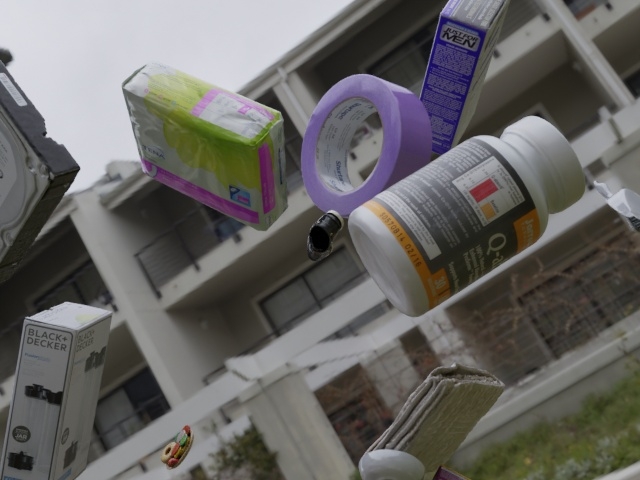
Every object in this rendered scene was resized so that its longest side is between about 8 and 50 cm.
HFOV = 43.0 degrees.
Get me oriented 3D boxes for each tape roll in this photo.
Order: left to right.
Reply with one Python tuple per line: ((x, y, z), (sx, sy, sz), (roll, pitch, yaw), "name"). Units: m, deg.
((0.083, -0.176, 1.569), (0.090, 0.274, 0.275), (10, -39, -42), "tape roll")

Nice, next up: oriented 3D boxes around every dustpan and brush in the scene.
((0.620, -0.072, 1.656), (0.147, 0.211, 0.060), (20, -55, -28), "dustpan and brush")

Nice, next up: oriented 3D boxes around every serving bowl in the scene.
((0.088, 0.296, 1.016), (0.083, 0.083, 0.027), (-41, 25, 37), "serving bowl")

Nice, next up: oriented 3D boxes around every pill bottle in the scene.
((0.188, -0.036, 1.047), (0.279, 0.162, 0.162), (-31, -13, -9), "pill bottle")

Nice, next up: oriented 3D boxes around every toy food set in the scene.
((-0.257, 0.375, 1.470), (0.082, 0.020, 0.083), (-56, 18, -6), "toy food set")

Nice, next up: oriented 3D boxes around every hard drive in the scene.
((-0.549, -0.101, 1.348), (0.339, 0.236, 0.064), (-43, -9, 39), "hard drive")

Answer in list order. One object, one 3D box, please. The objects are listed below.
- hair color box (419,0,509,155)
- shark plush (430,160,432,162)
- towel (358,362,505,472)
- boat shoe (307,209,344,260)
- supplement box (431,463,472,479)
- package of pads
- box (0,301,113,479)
((0.293, -0.364, 1.720), (0.185, 0.110, 0.338), (-57, -14, -39), "hair color box")
((0.244, -0.151, 1.705), (0.161, 0.067, 0.073), (-31, -40, -23), "shark plush")
((0.168, 0.265, 1.183), (0.187, 0.049, 0.282), (-52, -28, 8), "towel")
((-0.001, -0.001, 1.326), (0.042, 0.049, 0.133), (-44, -8, -30), "boat shoe")
((0.174, 0.349, 1.105), (0.043, 0.055, 0.083), (-65, -10, 13), "supplement box")
((-0.200, -0.169, 1.427), (0.101, 0.297, 0.229), (-51, -24, -33), "package of pads")
((-0.430, 0.258, 1.326), (0.087, 0.289, 0.169), (11, 5, 4), "box")
